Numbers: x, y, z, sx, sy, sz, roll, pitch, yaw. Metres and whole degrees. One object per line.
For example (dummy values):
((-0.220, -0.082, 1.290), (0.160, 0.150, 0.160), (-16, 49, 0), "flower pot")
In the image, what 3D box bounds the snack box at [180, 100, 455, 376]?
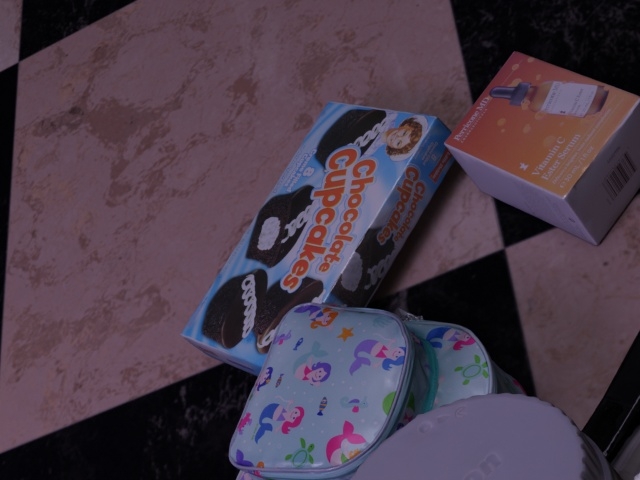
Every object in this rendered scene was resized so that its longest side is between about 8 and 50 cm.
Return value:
((0.000, 0.000, 1.512), (0.187, 0.060, 0.322), (15, 68, 50), "snack box")

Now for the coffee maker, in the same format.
((0.278, 0.153, 1.182), (0.171, 0.120, 0.178), (22, 73, 43), "coffee maker")

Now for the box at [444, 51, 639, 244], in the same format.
((0.236, -0.095, 1.409), (0.170, 0.091, 0.130), (29, 79, 44), "box")

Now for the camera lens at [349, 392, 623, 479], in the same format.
((0.156, 0.279, 1.047), (0.219, 0.274, 0.219), (-23, 29, 14), "camera lens")

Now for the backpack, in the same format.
((0.057, 0.174, 1.284), (0.253, 0.191, 0.225), (6, 61, 33), "backpack")
